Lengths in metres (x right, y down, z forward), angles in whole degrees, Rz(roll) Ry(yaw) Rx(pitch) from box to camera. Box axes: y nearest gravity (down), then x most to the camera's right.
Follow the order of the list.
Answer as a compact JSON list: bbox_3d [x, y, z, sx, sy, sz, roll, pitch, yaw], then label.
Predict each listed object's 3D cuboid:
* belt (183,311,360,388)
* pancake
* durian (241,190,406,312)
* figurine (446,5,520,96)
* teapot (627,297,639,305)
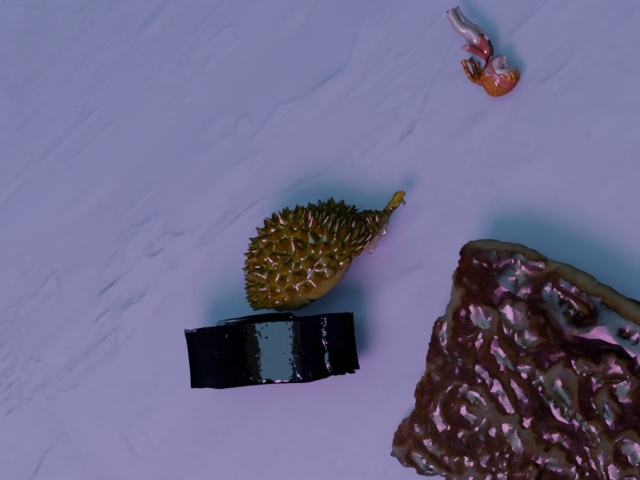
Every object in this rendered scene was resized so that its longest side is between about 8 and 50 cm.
[{"bbox_3d":[-0.054,0.117,1.512,0.198,0.151,0.078,-9,85,26],"label":"belt"},{"bbox_3d":[0.264,0.204,1.429,0.427,0.067,0.304,40,115,18],"label":"pancake"},{"bbox_3d":[0.000,0.000,1.509,0.208,0.146,0.102,-31,103,3],"label":"durian"},{"bbox_3d":[0.171,-0.203,1.526,0.047,0.064,0.109,-37,87,35],"label":"figurine"},{"bbox_3d":[0.306,0.088,1.451,0.100,0.045,0.068,34,93,18],"label":"teapot"}]
